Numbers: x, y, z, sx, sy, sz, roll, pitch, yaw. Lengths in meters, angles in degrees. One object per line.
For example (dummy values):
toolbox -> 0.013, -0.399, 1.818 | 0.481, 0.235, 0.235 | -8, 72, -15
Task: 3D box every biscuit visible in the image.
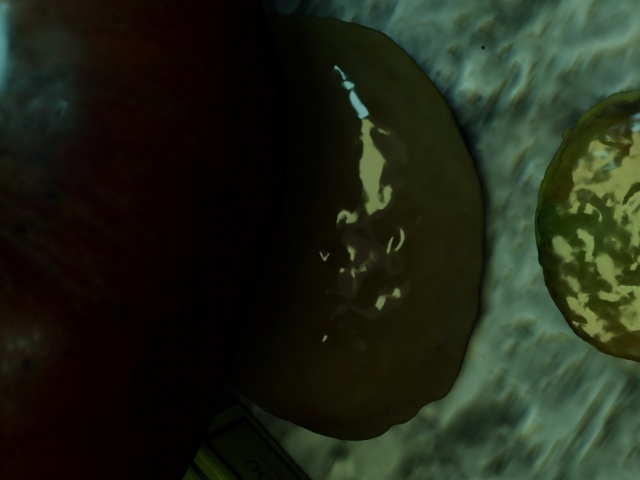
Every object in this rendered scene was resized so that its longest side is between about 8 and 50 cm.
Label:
biscuit -> 0.206, -0.004, 0.489 | 0.247, 0.029, 0.118 | 2, 102, 24

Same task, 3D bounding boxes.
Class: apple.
apple -> -0.172, -0.005, 0.520 | 0.295, 0.328, 0.365 | 44, 141, -10

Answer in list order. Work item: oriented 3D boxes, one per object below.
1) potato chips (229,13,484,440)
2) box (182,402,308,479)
potato chips -> 0.000, 0.000, 0.579 | 0.150, 0.049, 0.201 | 16, 111, 28
box -> -0.072, 0.209, 0.638 | 0.141, 0.064, 0.220 | 45, 112, 12
